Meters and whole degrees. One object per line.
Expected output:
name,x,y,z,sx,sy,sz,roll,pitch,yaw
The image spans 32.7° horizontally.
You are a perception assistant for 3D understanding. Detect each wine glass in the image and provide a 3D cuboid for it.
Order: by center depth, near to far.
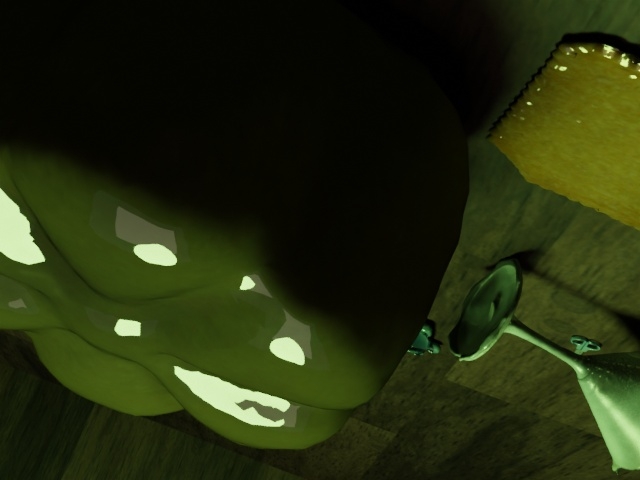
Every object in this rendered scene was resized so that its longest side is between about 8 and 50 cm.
wine glass,0.261,0.124,1.131,0.232,0.156,0.156,29,159,-12

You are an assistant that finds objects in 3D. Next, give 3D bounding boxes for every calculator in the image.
calculator,0.116,0.127,1.456,0.094,0.019,0.141,18,161,11

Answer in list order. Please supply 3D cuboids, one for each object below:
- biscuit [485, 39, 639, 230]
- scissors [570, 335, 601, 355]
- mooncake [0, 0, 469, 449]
biscuit,0.256,-0.062,0.835,0.236,0.013,0.232,23,160,-3
scissors,0.307,0.130,1.288,0.036,0.006,0.083,17,160,7
mooncake,-0.121,-0.021,0.879,0.467,0.262,0.467,18,150,11
